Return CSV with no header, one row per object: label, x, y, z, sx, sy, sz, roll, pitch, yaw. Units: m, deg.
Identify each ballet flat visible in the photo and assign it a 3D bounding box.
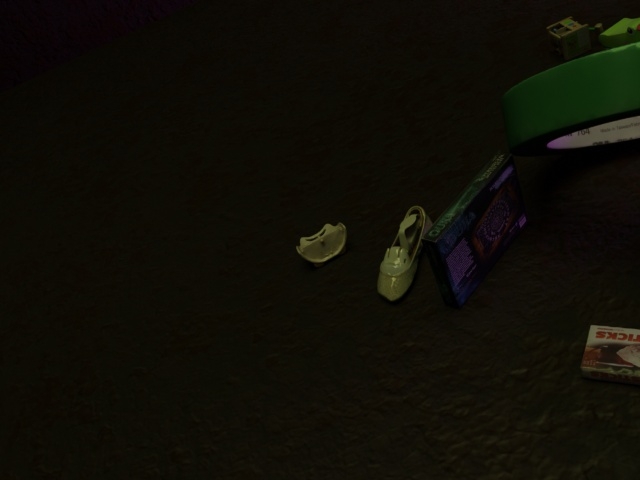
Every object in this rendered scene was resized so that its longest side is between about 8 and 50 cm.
ballet flat,0.118,0.015,0.995,0.057,0.052,0.168,0,44,31

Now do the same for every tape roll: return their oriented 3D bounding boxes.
tape roll,0.402,-0.180,0.882,0.322,0.077,0.321,-9,-2,0

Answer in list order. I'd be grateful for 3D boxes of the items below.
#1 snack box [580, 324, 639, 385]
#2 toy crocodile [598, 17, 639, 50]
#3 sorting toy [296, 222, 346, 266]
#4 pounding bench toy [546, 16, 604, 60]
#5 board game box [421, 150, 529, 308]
snack box,0.376,0.128,0.724,0.178,0.022,0.064,2,43,33
toy crocodile,0.584,-0.305,1.065,0.115,0.105,0.340,-32,36,-8
sorting toy,0.000,0.000,1.097,0.083,0.044,0.075,-29,29,-4
pounding bench toy,0.476,-0.385,1.273,0.083,0.052,0.065,-24,36,2
board game box,0.212,-0.016,0.914,0.026,0.126,0.186,18,54,44
